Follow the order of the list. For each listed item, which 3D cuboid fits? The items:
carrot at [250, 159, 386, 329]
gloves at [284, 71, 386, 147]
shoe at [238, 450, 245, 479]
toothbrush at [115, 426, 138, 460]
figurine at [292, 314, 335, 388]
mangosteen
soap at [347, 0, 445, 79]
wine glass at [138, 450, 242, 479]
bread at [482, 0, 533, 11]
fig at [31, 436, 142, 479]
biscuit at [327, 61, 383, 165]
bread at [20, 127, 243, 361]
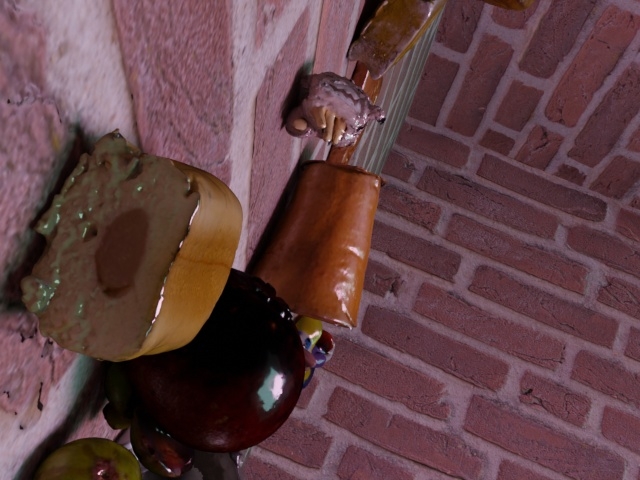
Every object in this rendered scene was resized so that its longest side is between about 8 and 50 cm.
[{"bbox_3d":[0.000,0.000,1.193,0.196,0.195,0.254,75,31,-81],"label":"carrot"},{"bbox_3d":[0.013,-0.172,0.968,0.144,0.110,0.094,-148,-108,-66],"label":"gloves"},{"bbox_3d":[-0.190,0.357,1.158,0.125,0.099,0.227,-40,-163,1],"label":"shoe"},{"bbox_3d":[-0.168,0.164,0.942,0.342,0.025,0.030,-59,136,-63],"label":"toothbrush"},{"bbox_3d":[-0.069,0.279,1.826,0.193,0.154,0.421,-44,169,-26],"label":"figurine"},{"bbox_3d":[-0.110,0.117,0.669,0.200,0.199,0.200,23,90,-85],"label":"mangosteen"},{"bbox_3d":[0.143,-0.381,1.286,0.160,0.080,0.257,-49,-177,29],"label":"soap"},{"bbox_3d":[-0.185,0.334,0.928,0.232,0.156,0.156,114,2,-59],"label":"wine glass"},{"bbox_3d":[0.279,-0.533,1.308,0.195,0.246,0.176,17,100,-59],"label":"bread"},{"bbox_3d":[-0.200,0.236,0.620,0.093,0.093,0.166,-59,172,-55],"label":"fig"},{"bbox_3d":[0.081,-0.271,1.489,0.306,0.043,0.284,98,16,-70],"label":"biscuit"},{"bbox_3d":[-0.116,0.008,0.497,0.173,0.085,0.134,53,57,-82],"label":"bread"}]
